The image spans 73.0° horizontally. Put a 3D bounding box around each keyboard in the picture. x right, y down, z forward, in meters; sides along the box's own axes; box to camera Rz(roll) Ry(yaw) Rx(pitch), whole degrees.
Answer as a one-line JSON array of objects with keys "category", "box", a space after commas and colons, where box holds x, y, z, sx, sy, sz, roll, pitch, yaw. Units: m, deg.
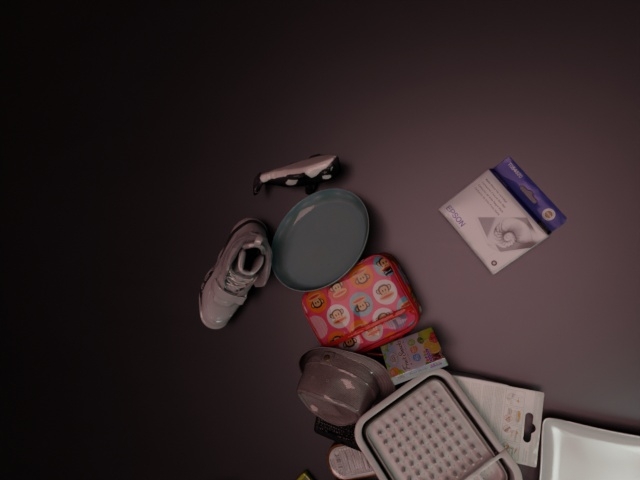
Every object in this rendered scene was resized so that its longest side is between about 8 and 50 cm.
[{"category": "keyboard", "box": [0.069, 0.518, 1.207, 0.192, 0.038, 0.100, 8, 73, 29]}]

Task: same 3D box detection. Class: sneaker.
[{"category": "sneaker", "box": [-0.252, 0.115, 1.256, 0.137, 0.210, 0.366, 24, 95, -18]}]

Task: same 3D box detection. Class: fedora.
[{"category": "fedora", "box": [0.046, 0.398, 1.135, 0.275, 0.124, 0.244, 7, 132, 27]}]

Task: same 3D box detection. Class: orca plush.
[{"category": "orca plush", "box": [-0.064, -0.168, 1.267, 0.287, 0.151, 0.102, -15, 114, 17]}]

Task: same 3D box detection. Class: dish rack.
[{"category": "dish rack", "box": [0.272, 0.508, 1.036, 0.285, 0.072, 0.333, -34, 76, -5]}]

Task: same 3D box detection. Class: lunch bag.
[{"category": "lunch bag", "box": [0.119, 0.197, 1.181, 0.293, 0.120, 0.258, -30, 83, 18]}]

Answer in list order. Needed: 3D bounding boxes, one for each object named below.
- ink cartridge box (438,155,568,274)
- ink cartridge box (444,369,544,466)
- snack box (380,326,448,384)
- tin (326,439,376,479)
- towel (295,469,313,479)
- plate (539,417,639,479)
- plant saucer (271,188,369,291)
[{"category": "ink cartridge box", "box": [0.456, -0.065, 1.091, 0.224, 0.045, 0.223, -41, 75, 15]}, {"category": "ink cartridge box", "box": [0.421, 0.444, 1.091, 0.232, 0.066, 0.189, 6, 90, 13]}, {"category": "snack box", "box": [0.231, 0.287, 1.078, 0.141, 0.037, 0.100, -23, 36, 8]}, {"category": "tin", "box": [0.106, 0.609, 1.212, 0.189, 0.040, 0.106, -22, 85, 19]}, {"category": "towel", "box": [0.009, 0.791, 1.253, 0.237, 0.021, 0.102, 42, 108, 16]}, {"category": "plate", "box": [0.654, 0.567, 0.998, 0.277, 0.045, 0.278, 4, 90, 22]}, {"category": "plant saucer", "box": [0.000, 0.000, 1.205, 0.317, 0.043, 0.318, -18, 55, 27]}]
